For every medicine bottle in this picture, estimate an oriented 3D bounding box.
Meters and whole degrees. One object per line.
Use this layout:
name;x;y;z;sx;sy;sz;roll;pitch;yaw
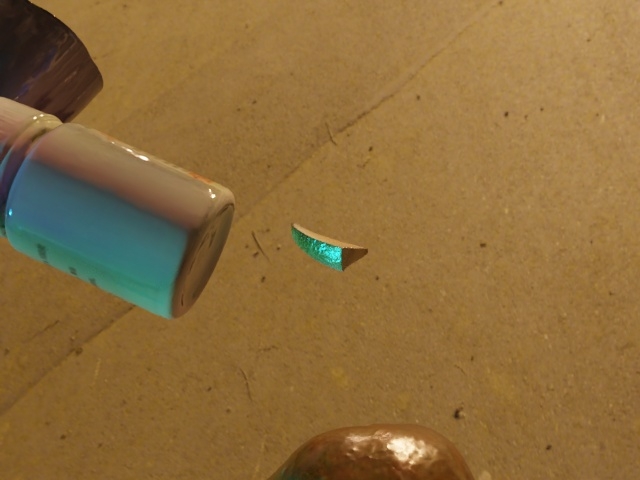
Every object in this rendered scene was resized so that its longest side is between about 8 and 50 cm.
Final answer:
medicine bottle;-0.342;-0.051;1.010;0.388;0.219;0.219;23;56;3

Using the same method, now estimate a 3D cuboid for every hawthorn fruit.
hawthorn fruit;0.057;0.348;0.681;0.267;0.268;0.301;-10;54;14

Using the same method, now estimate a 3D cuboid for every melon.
melon;-0.003;0.002;1.379;0.182;0.054;0.098;21;25;28

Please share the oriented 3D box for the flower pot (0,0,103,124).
flower pot;-0.566;-0.268;1.194;0.265;0.265;0.243;10;57;30
